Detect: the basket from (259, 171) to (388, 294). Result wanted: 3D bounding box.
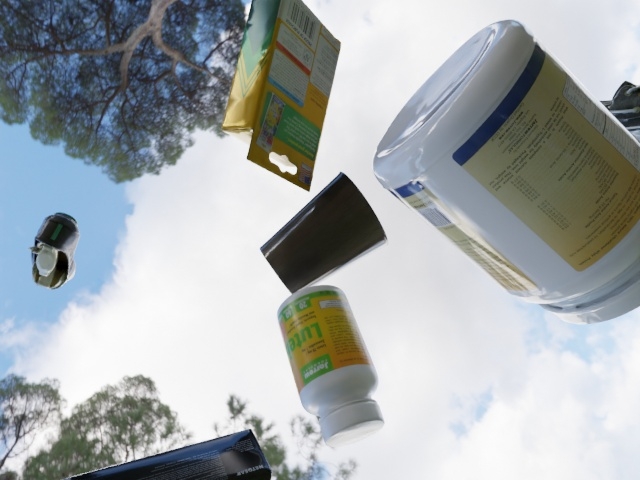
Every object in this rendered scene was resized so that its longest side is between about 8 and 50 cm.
[{"bbox_3d":[0.000,0.000,1.016,0.226,0.154,0.204,-35,-47,-4],"label":"basket"}]

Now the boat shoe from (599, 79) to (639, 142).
[{"bbox_3d":[0.568,-0.236,0.911,0.121,0.334,0.119,-22,-73,-44],"label":"boat shoe"}]

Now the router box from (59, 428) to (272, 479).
[{"bbox_3d":[-0.219,0.379,0.577,0.308,0.081,0.243,-6,-66,-27],"label":"router box"}]

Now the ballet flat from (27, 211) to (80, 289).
[{"bbox_3d":[-0.427,0.034,0.775,0.074,0.203,0.074,17,-128,-23],"label":"ballet flat"}]

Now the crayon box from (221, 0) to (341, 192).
[{"bbox_3d":[-0.071,-0.276,0.935,0.203,0.083,0.324,22,-102,-56],"label":"crayon box"}]

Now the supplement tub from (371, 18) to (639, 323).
[{"bbox_3d":[0.244,-0.069,0.584,0.316,0.228,0.228,39,-108,-12],"label":"supplement tub"}]

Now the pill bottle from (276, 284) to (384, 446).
[{"bbox_3d":[0.018,0.211,0.838,0.136,0.136,0.246,3,-133,-30],"label":"pill bottle"}]
